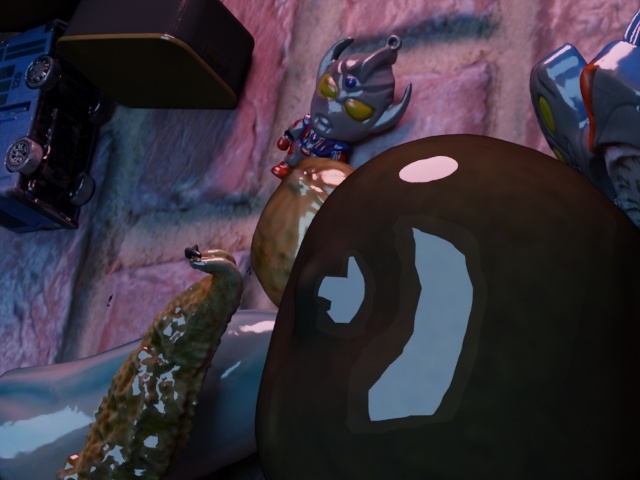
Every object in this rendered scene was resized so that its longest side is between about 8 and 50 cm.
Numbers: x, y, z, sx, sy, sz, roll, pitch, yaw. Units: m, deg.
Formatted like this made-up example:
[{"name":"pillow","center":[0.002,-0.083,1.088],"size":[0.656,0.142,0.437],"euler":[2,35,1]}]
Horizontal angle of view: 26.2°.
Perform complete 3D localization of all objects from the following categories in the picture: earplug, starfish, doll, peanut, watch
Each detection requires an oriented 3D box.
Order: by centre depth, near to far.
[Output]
[{"name":"watch","center":[0.338,-0.119,1.131],"size":[0.274,0.241,0.305],"euler":[-38,46,-10]},{"name":"starfish","center":[-0.124,0.260,1.216],"size":[0.324,0.082,0.432],"euler":[44,100,6]},{"name":"earplug","center":[-0.137,0.152,1.323],"size":[0.324,0.185,0.185],"euler":[-24,54,16]},{"name":"peanut","center":[0.000,0.000,1.349],"size":[0.140,0.109,0.159],"euler":[22,91,52]},{"name":"doll","center":[0.022,-0.136,1.438],"size":[0.195,0.062,0.104],"euler":[-52,48,8]}]

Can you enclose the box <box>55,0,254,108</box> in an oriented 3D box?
[{"name":"box","center":[-0.186,-0.226,1.576],"size":[0.201,0.144,0.090],"euler":[5,65,37]}]

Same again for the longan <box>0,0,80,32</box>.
[{"name":"longan","center":[-0.377,-0.442,1.665],"size":[0.391,0.391,0.391],"euler":[-16,57,27]}]

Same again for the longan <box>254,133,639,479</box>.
[{"name":"longan","center":[0.106,0.100,1.067],"size":[0.361,0.361,0.361],"euler":[-16,57,27]}]

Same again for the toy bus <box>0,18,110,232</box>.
[{"name":"toy bus","center":[-0.342,-0.136,1.651],"size":[0.133,0.116,0.234],"euler":[-8,63,35]}]
